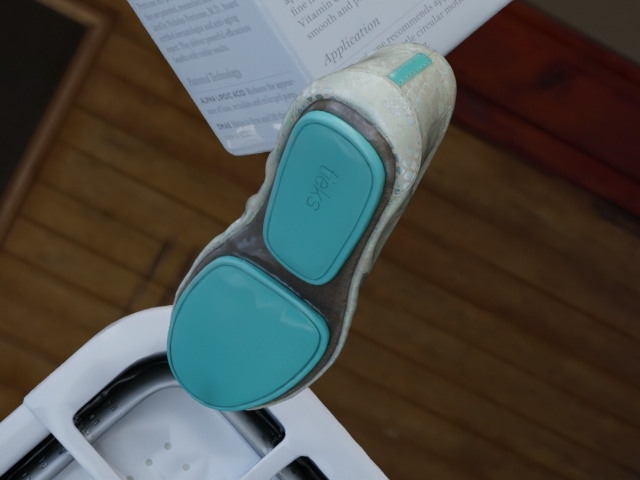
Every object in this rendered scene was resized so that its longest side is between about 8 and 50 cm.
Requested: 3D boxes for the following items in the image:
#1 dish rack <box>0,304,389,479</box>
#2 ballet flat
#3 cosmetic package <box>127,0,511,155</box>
[{"bbox_3d":[-0.088,0.223,0.765,0.333,0.285,0.072,-41,3,-7],"label":"dish rack"},{"bbox_3d":[0.000,0.000,0.568,0.052,0.057,0.168,-45,-5,-38],"label":"ballet flat"},{"bbox_3d":[-0.017,-0.168,1.039,0.151,0.184,0.151,-40,16,-24],"label":"cosmetic package"}]
